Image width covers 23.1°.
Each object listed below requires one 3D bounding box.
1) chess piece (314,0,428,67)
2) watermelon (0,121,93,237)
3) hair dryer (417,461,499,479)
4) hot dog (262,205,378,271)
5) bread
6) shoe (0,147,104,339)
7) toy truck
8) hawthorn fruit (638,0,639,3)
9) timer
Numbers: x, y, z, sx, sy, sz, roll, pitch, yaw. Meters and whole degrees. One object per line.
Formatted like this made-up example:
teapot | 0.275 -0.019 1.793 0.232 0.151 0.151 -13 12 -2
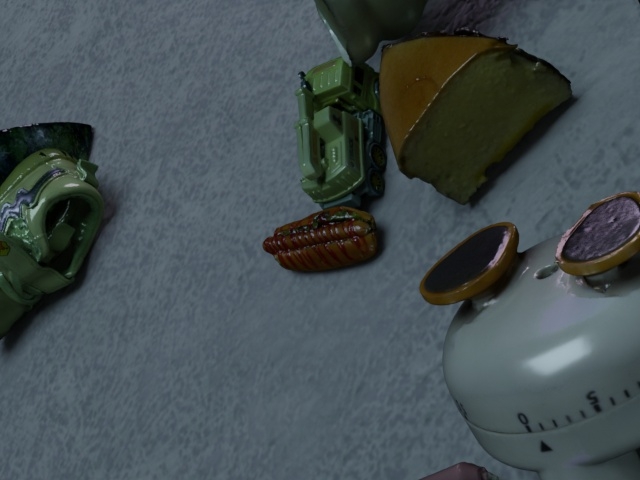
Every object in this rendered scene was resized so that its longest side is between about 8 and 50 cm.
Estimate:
chess piece | 0.132 -0.326 1.574 0.330 0.182 0.182 -28 43 1
watermelon | -0.374 -0.057 2.033 0.202 0.136 0.207 -80 -2 -82
hair dryer | 0.007 0.292 1.369 0.352 0.125 0.210 -27 48 21
hot dog | -0.001 0.000 1.611 0.144 0.038 0.062 -10 89 40
bread | 0.145 -0.151 1.507 0.160 0.140 0.169 -40 42 27
shoe | -0.365 0.006 1.901 0.128 0.140 0.262 16 73 55
toy truck | 0.016 -0.115 1.634 0.077 0.100 0.169 -16 54 36
hawthorn fruit | 0.351 -0.251 1.365 0.172 0.148 0.148 -34 43 7
timer | 0.220 0.102 1.248 0.233 0.240 0.233 -27 19 10
